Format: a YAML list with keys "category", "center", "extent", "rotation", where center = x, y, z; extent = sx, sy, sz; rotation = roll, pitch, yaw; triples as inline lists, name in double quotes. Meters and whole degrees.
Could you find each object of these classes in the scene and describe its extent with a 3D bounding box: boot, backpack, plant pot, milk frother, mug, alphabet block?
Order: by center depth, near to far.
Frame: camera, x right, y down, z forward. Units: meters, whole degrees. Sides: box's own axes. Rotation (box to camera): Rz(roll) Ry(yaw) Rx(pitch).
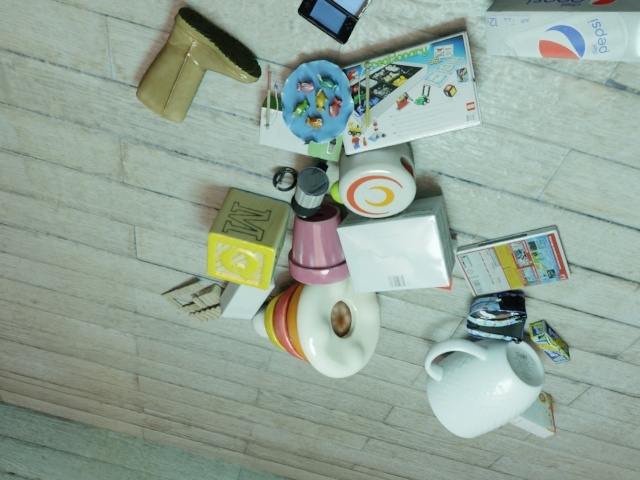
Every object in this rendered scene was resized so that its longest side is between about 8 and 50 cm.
- category: "boot"
  center: [-0.294, -0.382, 1.249]
  extent: [0.236, 0.089, 0.269]
  rotation: [39, 131, -9]
- category: "milk frother"
  center: [-0.055, -0.149, 1.371]
  extent: [0.143, 0.129, 0.135]
  rotation: [11, 156, -7]
- category: "plant pot"
  center: [0.000, 0.000, 1.485]
  extent: [0.201, 0.201, 0.180]
  rotation: [1, 118, 13]
- category: "alphabet block"
  center: [-0.208, -0.004, 1.514]
  extent: [0.193, 0.197, 0.192]
  rotation: [14, 135, 1]
- category: "backpack"
  center: [0.541, 0.236, 1.618]
  extent: [0.173, 0.117, 0.158]
  rotation: [1, 134, 12]
- category: "mug"
  center: [0.519, 0.445, 1.719]
  extent: [0.374, 0.276, 0.328]
  rotation: [31, 134, -11]

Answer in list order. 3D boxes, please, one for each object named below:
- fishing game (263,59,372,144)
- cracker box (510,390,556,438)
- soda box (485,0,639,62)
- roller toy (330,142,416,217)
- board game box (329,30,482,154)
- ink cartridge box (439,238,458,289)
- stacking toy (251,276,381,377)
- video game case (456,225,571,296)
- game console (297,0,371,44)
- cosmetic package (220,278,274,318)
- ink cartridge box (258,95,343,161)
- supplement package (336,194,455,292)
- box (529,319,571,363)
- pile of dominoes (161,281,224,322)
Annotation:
- category: "fishing game"
  center: [-0.014, -0.311, 1.175]
  extent: [0.264, 0.041, 0.189]
  rotation: [8, 102, 23]
- category: "cracker box"
  center: [0.741, 0.601, 1.901]
  extent: [0.232, 0.156, 0.067]
  rotation: [28, 135, -13]
- category: "soda box"
  center: [0.455, -0.396, 0.953]
  extent: [0.286, 0.098, 0.091]
  rotation: [17, 143, 34]
- category: "roller toy"
  center: [0.144, -0.166, 1.303]
  extent: [0.209, 0.146, 0.191]
  rotation: [12, 142, -10]
- category: "board game box"
  center: [0.185, -0.315, 1.144]
  extent: [0.305, 0.053, 0.193]
  rotation: [-9, 97, 22]
- category: "ink cartridge box"
  center: [0.307, 0.077, 1.552]
  extent: [0.180, 0.056, 0.225]
  rotation: [10, 135, 17]
- category: "stacking toy"
  center: [-0.074, 0.259, 1.722]
  extent: [0.479, 0.351, 0.350]
  rotation: [-8, 134, 45]
- category: "video game case"
  center: [0.556, 0.068, 1.515]
  extent: [0.285, 0.025, 0.204]
  rotation: [-15, 128, 27]
- category: "game console"
  center: [0.032, -0.488, 1.069]
  extent: [0.122, 0.107, 0.071]
  rotation: [30, 162, -15]
- category: "cosmetic package"
  center: [-0.252, 0.176, 1.763]
  extent: [0.117, 0.086, 0.231]
  rotation: [9, 138, -27]
- category: "ink cartridge box"
  center: [-0.044, -0.277, 1.298]
  extent: [0.209, 0.062, 0.109]
  rotation: [14, 134, 1]
- category: "supplement package"
  center: [0.210, 0.013, 1.404]
  extent: [0.261, 0.145, 0.204]
  rotation: [-7, 113, 25]
- category: "box"
  center: [0.751, 0.333, 1.703]
  extent: [0.054, 0.059, 0.169]
  rotation: [-29, 121, 34]
- category: "pile of dominoes"
  center: [-0.442, 0.223, 1.928]
  extent: [0.251, 0.040, 0.196]
  rotation: [-18, 128, 39]
